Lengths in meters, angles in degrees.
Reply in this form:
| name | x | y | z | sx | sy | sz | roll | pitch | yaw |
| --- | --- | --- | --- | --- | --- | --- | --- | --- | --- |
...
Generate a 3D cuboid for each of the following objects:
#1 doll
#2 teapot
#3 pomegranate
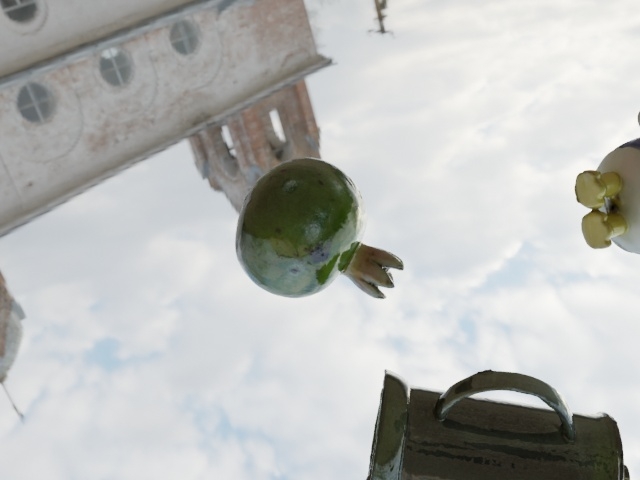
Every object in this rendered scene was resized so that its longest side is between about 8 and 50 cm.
| name | x | y | z | sx | sy | sz | roll | pitch | yaw |
| --- | --- | --- | --- | --- | --- | --- | --- | --- | --- |
| doll | 0.202 | -0.028 | 0.433 | 0.143 | 0.098 | 0.058 | -10 | -175 | -21 |
| teapot | 0.235 | 0.274 | 1.030 | 0.337 | 0.270 | 0.200 | 9 | -144 | 4 |
| pomegranate | 0.001 | -0.002 | 1.024 | 0.225 | 0.187 | 0.187 | 32 | -144 | 0 |
